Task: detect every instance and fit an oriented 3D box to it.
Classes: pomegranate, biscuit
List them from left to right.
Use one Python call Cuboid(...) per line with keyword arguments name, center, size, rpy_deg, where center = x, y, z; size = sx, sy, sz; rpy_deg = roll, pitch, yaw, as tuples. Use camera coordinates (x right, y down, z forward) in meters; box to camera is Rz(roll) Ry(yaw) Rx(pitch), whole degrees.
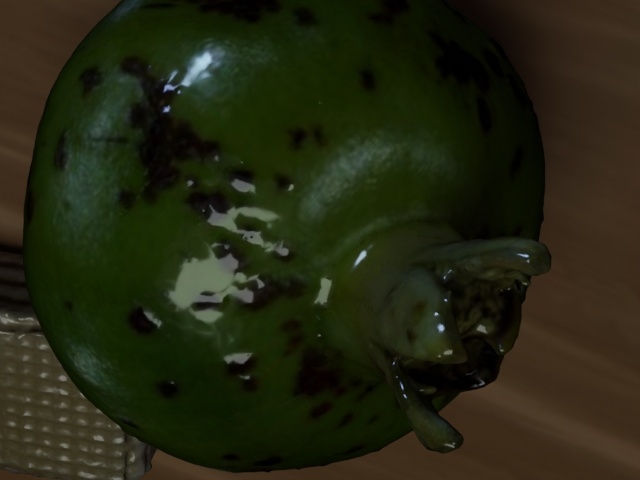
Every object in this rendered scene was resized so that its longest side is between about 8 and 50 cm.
Cuboid(name="biscuit", center=(-0.192, 0.053, 0.875), size=(0.238, 0.062, 0.108), rpy_deg=(10, 126, 6))
Cuboid(name="pomegranate", center=(0.000, 0.000, 0.692), size=(0.211, 0.263, 0.211), rpy_deg=(-16, 122, -27))
